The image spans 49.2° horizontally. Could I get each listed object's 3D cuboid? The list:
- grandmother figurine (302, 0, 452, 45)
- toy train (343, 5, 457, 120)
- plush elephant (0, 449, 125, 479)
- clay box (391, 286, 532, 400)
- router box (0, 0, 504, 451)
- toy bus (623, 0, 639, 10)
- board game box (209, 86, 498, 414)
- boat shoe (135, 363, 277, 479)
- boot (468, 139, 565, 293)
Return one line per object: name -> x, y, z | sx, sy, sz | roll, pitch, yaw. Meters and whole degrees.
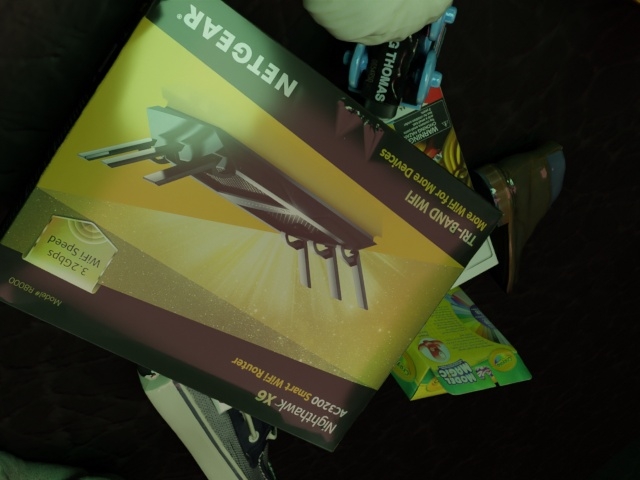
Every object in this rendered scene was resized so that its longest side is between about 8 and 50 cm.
grandmother figurine -> 0.097, -0.264, 0.390 | 0.208, 0.104, 0.342 | 29, 93, -9
toy train -> 0.070, -0.186, 0.539 | 0.080, 0.105, 0.184 | 16, 117, 6
plush elephant -> -0.258, 0.407, 0.772 | 0.330, 0.255, 0.272 | 15, 119, -44
clay box -> 0.107, 0.085, 0.741 | 0.127, 0.222, 0.053 | -1, 130, -35
router box -> -0.050, -0.007, 0.528 | 0.309, 0.081, 0.243 | 31, 97, -25
toy bus -> 0.279, -0.260, 0.593 | 0.333, 0.130, 0.108 | 7, 123, -40
board game box -> 0.000, 0.000, 0.640 | 0.305, 0.053, 0.193 | -27, 108, -12
boat shoe -> -0.071, 0.182, 0.776 | 0.158, 0.127, 0.340 | -27, 136, -7
boot -> 0.249, -0.023, 0.850 | 0.106, 0.082, 0.219 | -28, 139, -6
